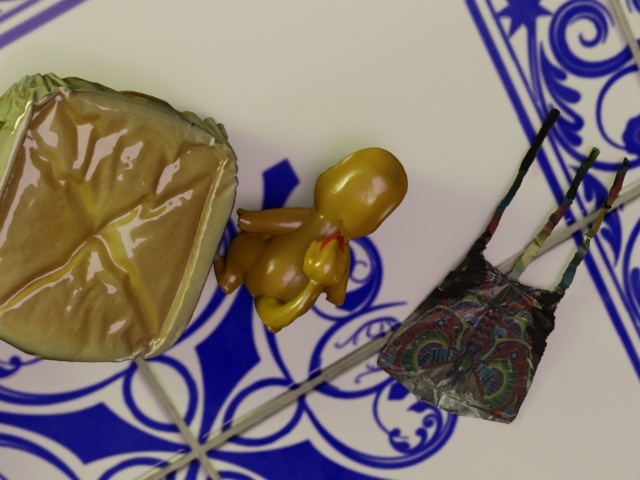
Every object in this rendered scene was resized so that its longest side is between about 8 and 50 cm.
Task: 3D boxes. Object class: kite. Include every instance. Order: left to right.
[{"bbox_3d":[0.172,0.029,1.115,0.152,0.015,0.285,24,100,-20],"label":"kite"}]

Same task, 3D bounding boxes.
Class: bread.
[{"bbox_3d":[-0.175,-0.016,0.963,0.192,0.110,0.210,13,104,-24],"label":"bread"}]

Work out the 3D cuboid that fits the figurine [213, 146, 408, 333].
[{"bbox_3d":[0.002,0.000,1.006,0.121,0.122,0.176,40,95,-19],"label":"figurine"}]
